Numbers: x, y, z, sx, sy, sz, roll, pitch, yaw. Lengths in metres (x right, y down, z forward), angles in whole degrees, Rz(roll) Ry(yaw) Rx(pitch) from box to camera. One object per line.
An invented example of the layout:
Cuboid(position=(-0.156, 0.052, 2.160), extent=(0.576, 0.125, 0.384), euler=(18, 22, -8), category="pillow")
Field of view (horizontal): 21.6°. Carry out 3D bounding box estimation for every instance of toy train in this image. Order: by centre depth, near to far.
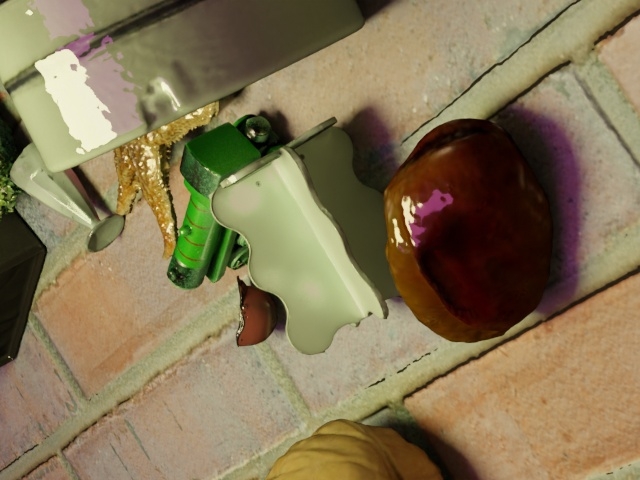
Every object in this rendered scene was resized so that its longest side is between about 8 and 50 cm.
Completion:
Cuboid(position=(-0.111, -0.037, 1.854), extent=(0.085, 0.119, 0.251), euler=(45, 143, 20), category="toy train")

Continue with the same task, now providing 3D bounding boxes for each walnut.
Cuboid(position=(0.027, 0.314, 1.850), extent=(0.225, 0.225, 0.261), euler=(53, 145, 10), category="walnut")

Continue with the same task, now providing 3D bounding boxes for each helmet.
Cuboid(position=(-0.074, 0.083, 1.960), extent=(0.065, 0.049, 0.084), euler=(-118, 29, -85), category="helmet")

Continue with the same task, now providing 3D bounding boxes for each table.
Cuboid(position=(0.000, 0.000, 1.697), extent=(0.198, 0.166, 0.166), euler=(59, 147, 0), category="table")

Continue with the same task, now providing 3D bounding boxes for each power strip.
Cuboid(position=(-0.137, -0.204, 1.574), extent=(0.357, 0.357, 0.161), euler=(-16, 102, 56), category="power strip")

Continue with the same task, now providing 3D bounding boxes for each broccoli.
Cuboid(position=(-0.497, -0.095, 2.250), extent=(0.220, 0.194, 0.194), euler=(7, 121, 58), category="broccoli")

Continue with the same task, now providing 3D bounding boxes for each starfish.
Cuboid(position=(-0.213, -0.131, 1.920), extent=(0.299, 0.060, 0.302), euler=(28, 125, 46), category="starfish")

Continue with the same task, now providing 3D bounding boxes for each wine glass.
Cuboid(position=(-0.324, -0.057, 2.166), extent=(0.155, 0.073, 0.073), euler=(41, 143, 19), category="wine glass")

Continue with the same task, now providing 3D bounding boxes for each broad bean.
Cuboid(position=(0.136, -0.006, 1.552), extent=(0.122, 0.156, 0.228), euler=(-94, -5, -52), category="broad bean")

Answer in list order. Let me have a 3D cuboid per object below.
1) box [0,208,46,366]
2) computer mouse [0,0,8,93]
Cuboid(position=(-0.581, 0.081, 2.440), extent=(0.204, 0.251, 0.345), euler=(49, 145, 16), category="box")
Cuboid(position=(-0.415, -0.247, 2.135), extent=(0.229, 0.068, 0.113), euler=(34, 140, 34), category="computer mouse")
